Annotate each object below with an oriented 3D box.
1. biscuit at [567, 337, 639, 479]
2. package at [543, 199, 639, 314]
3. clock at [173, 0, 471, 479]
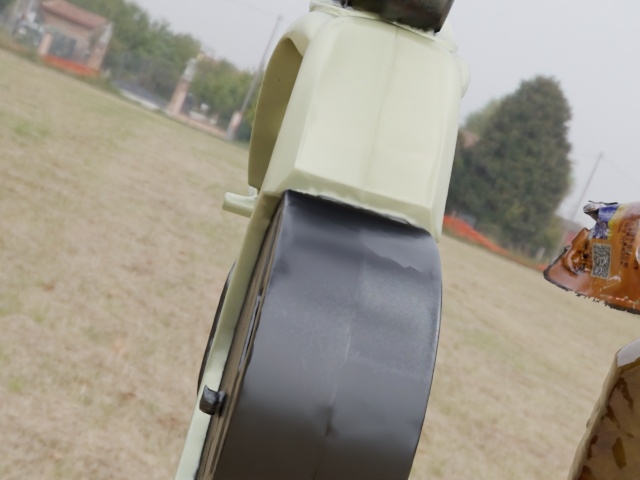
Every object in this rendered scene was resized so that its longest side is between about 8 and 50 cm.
[{"bbox_3d":[0.331,0.171,0.539,0.359,0.359,0.046,23,28,7],"label":"biscuit"},{"bbox_3d":[0.160,0.001,0.416,0.033,0.077,0.111,51,-19,-22],"label":"package"},{"bbox_3d":[0.000,0.000,0.466,0.120,0.378,0.276,18,-29,-5],"label":"clock"}]
